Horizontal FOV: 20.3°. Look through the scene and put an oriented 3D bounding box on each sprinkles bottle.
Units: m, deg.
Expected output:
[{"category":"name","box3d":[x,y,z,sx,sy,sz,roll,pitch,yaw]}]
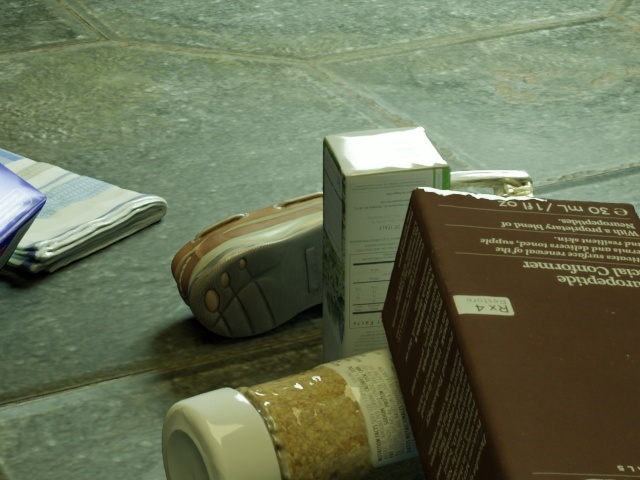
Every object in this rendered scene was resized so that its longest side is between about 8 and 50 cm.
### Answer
[{"category":"sprinkles bottle","box3d":[0.052,0.146,1.462,0.355,0.121,0.121,-14,28,-27]}]

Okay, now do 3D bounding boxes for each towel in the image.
[{"category":"towel","box3d":[-0.334,-0.042,1.969,0.285,0.034,0.209,18,30,34]}]

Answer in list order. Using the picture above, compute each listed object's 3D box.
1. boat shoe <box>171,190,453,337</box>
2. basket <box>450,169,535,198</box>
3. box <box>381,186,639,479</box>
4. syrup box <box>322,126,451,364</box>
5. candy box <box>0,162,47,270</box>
[{"category":"boat shoe","box3d":[0.000,0.000,1.784,0.324,0.123,0.116,-12,25,-28]},{"category":"basket","box3d":[0.147,0.030,1.669,0.113,0.167,0.103,-3,32,-7]},{"category":"box","box3d":[0.172,0.119,1.289,0.191,0.143,0.381,4,35,-13]},{"category":"syrup box","box3d":[0.056,0.028,1.580,0.096,0.236,0.093,-6,26,-10]},{"category":"candy box","box3d":[-0.458,-0.054,1.700,0.317,0.122,0.268,38,24,-1]}]
